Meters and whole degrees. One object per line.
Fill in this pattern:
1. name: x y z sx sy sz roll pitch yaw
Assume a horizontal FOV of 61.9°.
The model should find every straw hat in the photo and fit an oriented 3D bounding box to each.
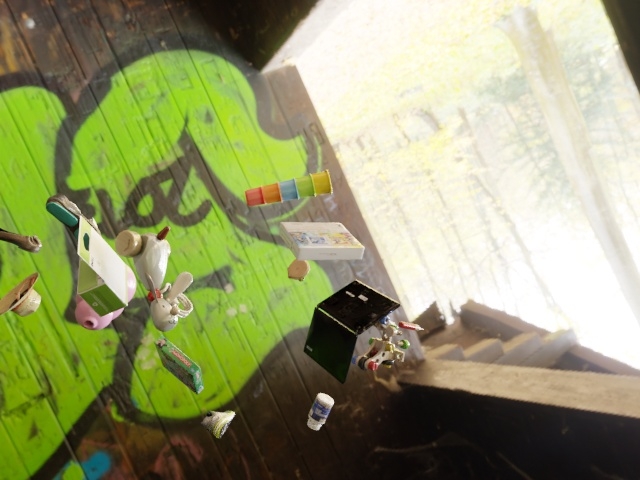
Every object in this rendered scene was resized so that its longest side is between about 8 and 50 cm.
1. straw hat: -0.734 0.152 1.325 0.144 0.061 0.145 -26 -147 18

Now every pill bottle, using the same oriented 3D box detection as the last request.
1. pill bottle: -0.004 0.628 1.950 0.067 0.067 0.120 -49 163 -81

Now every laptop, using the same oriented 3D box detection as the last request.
1. laptop: 0.092 0.273 1.658 0.264 0.137 0.234 -31 -150 -23

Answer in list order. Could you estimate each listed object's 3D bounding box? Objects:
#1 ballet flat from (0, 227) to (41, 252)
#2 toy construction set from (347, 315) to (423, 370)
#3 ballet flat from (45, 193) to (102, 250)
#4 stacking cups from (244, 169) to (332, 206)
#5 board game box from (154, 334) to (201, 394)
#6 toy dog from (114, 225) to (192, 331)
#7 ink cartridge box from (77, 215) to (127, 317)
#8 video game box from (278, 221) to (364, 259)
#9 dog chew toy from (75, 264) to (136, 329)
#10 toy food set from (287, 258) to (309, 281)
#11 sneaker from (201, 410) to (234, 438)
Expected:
1. ballet flat: -1.089 -0.023 1.860 0.249 0.058 0.084 21 -176 4
2. toy construction set: 0.290 0.407 2.203 0.237 0.258 0.308 17 150 -41
3. ballet flat: -0.907 -0.068 2.015 0.095 0.281 0.096 -24 -149 15
4. stacking cups: -0.120 -0.191 1.965 0.315 0.096 0.096 -10 -177 -6
5. board game box: -0.592 0.532 2.252 0.046 0.213 0.317 -47 167 -28
6. toy dog: -0.480 0.091 1.626 0.161 0.334 0.220 -34 178 22
7. ink cartridge box: -0.700 0.080 1.633 0.096 0.255 0.189 -24 -136 1
8. video game box: 0.000 0.000 1.581 0.205 0.048 0.187 0 -158 -22
9. dog chew toy: -0.836 0.217 2.049 0.206 0.207 0.332 -24 -151 11
10. toy food set: -0.076 0.100 1.818 0.083 0.020 0.083 24 -112 31
11. sneaker: -0.505 0.883 2.632 0.111 0.121 0.300 -61 177 -11
